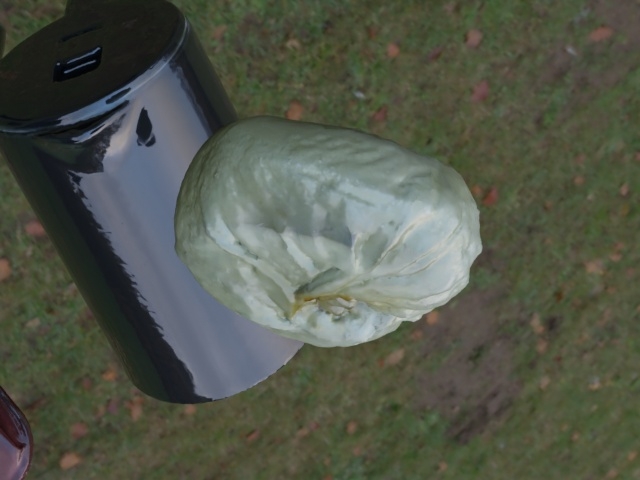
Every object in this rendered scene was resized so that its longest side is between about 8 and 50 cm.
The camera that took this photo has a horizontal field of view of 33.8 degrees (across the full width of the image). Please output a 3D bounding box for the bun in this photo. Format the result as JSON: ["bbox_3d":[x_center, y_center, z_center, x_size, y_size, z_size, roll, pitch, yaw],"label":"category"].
[{"bbox_3d":[0.000,0.000,0.625,0.164,0.188,0.111,84,21,-59],"label":"bun"}]

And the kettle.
[{"bbox_3d":[-0.128,-0.055,0.919,0.262,0.203,0.308,-63,143,-40],"label":"kettle"}]

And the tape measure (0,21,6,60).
[{"bbox_3d":[-0.440,-0.221,1.108,0.223,0.202,0.135,-53,166,-81],"label":"tape measure"}]

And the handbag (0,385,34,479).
[{"bbox_3d":[-0.343,0.116,0.675,0.260,0.275,0.084,-46,165,17],"label":"handbag"}]
